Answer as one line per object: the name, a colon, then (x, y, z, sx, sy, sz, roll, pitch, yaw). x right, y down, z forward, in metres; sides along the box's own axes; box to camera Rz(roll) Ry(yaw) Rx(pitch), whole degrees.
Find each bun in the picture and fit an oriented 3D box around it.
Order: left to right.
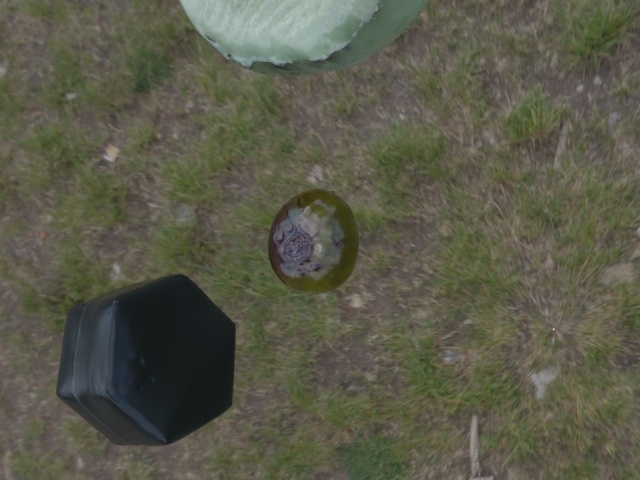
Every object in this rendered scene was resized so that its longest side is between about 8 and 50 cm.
bun: (-0.005, -0.198, 0.530, 0.195, 0.118, 0.195, 12, 113, 30)

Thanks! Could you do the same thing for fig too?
fig: (0.000, 0.000, 0.700, 0.082, 0.098, 0.084, -19, 90, 25)

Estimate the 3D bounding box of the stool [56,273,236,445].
stool: (-0.233, 0.163, 1.134, 0.141, 0.232, 0.232, -15, 79, 42)
